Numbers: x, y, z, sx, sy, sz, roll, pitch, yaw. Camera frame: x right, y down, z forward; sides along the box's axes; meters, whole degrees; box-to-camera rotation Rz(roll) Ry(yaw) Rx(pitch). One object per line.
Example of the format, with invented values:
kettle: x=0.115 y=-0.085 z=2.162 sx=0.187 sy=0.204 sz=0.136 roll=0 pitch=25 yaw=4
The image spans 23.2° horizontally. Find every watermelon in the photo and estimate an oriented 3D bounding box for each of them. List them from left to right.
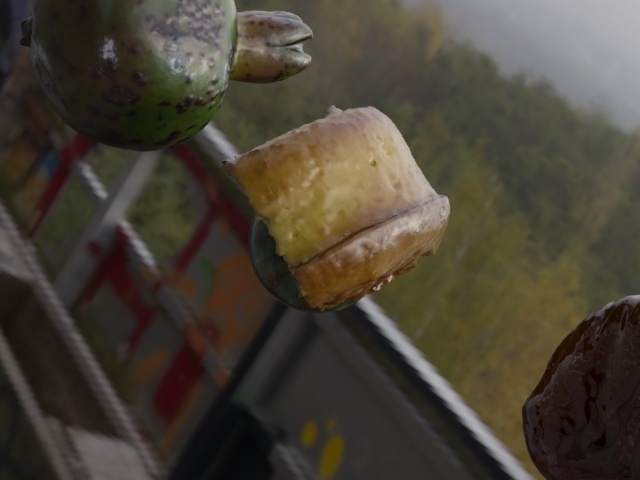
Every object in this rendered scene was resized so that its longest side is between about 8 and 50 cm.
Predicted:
watermelon: x=0.000 y=0.000 z=2.034 sx=0.188 sy=0.188 sz=0.214 roll=31 pitch=-13 yaw=-6

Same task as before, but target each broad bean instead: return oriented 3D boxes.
broad bean: x=0.256 y=0.120 z=1.202 sx=0.122 sy=0.228 sz=0.156 roll=-13 pitch=66 yaw=-52

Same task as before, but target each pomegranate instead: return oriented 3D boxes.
pomegranate: x=-0.128 y=-0.168 z=1.311 sx=0.247 sy=0.202 sz=0.202 roll=-2 pitch=25 yaw=-17

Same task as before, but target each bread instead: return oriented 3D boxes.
bread: x=0.030 y=-0.042 z=1.655 sx=0.194 sy=0.179 sz=0.340 roll=58 pitch=4 yaw=5
